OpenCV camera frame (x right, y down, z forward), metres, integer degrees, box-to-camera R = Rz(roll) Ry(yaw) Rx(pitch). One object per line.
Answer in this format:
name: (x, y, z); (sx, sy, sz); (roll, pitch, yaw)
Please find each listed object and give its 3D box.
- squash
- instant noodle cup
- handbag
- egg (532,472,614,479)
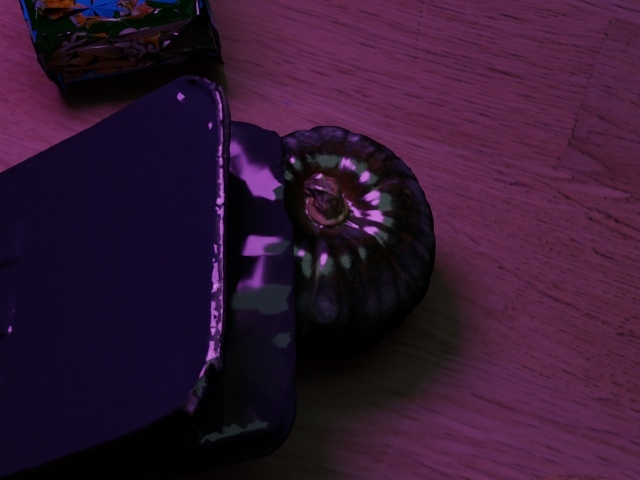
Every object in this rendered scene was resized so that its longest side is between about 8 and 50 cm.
squash: (0.001, 0.002, 1.187); (0.218, 0.172, 0.218); (10, 69, -27)
instant noodle cup: (-0.212, -0.268, 1.354); (0.178, 0.240, 0.240); (-15, 55, -3)
handbag: (-0.174, 0.054, 1.082); (0.329, 0.122, 0.303); (-21, 54, 29)
egg: (0.216, 0.240, 1.057); (0.140, 0.116, 0.118); (26, 21, 21)
